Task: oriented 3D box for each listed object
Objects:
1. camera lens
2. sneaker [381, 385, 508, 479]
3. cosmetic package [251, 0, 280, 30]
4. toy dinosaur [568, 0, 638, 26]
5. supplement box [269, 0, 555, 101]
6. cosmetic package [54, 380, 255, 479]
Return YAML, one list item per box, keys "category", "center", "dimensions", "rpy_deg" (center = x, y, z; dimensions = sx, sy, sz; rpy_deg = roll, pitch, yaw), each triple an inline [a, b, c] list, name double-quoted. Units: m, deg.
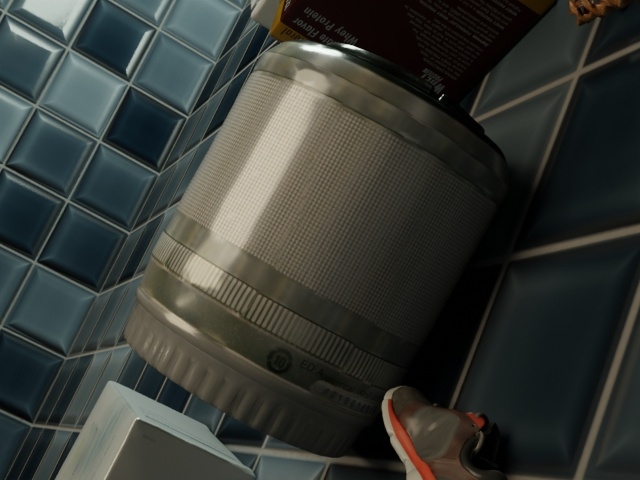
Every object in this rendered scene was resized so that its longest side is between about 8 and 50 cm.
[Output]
- category: "camera lens"
  center: [0.000, 0.000, 0.823]
  dimensions: [0.274, 0.219, 0.219]
  rpy_deg: [-61, 17, -1]
- category: "sneaker"
  center: [0.085, 0.134, 0.676]
  dimensions: [0.065, 0.061, 0.158]
  rpy_deg: [-31, 22, 4]
- category: "cosmetic package"
  center: [0.030, -0.305, 1.293]
  dimensions: [0.151, 0.184, 0.151]
  rpy_deg: [-53, 18, 21]
- category: "toy dinosaur"
  center: [0.267, -0.265, 0.637]
  dimensions: [0.322, 0.164, 0.218]
  rpy_deg: [-29, 46, 21]
- category: "supplement box"
  center: [0.089, -0.248, 1.017]
  dimensions: [0.194, 0.191, 0.129]
  rpy_deg: [-46, 22, 41]
- category: "cosmetic package"
  center: [-0.200, 0.285, 1.081]
  dimensions: [0.224, 0.138, 0.225]
  rpy_deg: [-63, 16, -7]
